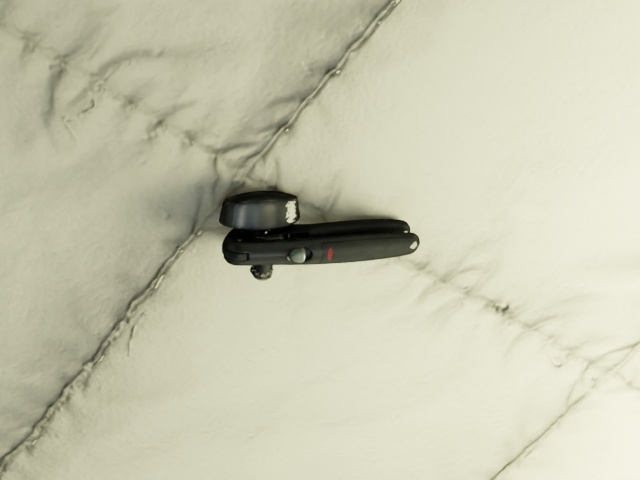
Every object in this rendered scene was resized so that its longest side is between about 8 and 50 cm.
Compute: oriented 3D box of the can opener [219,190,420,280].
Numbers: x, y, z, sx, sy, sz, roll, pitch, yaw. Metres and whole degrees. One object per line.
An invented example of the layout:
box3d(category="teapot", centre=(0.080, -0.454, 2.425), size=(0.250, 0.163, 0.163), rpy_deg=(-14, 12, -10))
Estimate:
box3d(category="can opener", centre=(0.000, 0.000, 1.238), size=(0.186, 0.059, 0.073), rpy_deg=(3, 125, -14))
